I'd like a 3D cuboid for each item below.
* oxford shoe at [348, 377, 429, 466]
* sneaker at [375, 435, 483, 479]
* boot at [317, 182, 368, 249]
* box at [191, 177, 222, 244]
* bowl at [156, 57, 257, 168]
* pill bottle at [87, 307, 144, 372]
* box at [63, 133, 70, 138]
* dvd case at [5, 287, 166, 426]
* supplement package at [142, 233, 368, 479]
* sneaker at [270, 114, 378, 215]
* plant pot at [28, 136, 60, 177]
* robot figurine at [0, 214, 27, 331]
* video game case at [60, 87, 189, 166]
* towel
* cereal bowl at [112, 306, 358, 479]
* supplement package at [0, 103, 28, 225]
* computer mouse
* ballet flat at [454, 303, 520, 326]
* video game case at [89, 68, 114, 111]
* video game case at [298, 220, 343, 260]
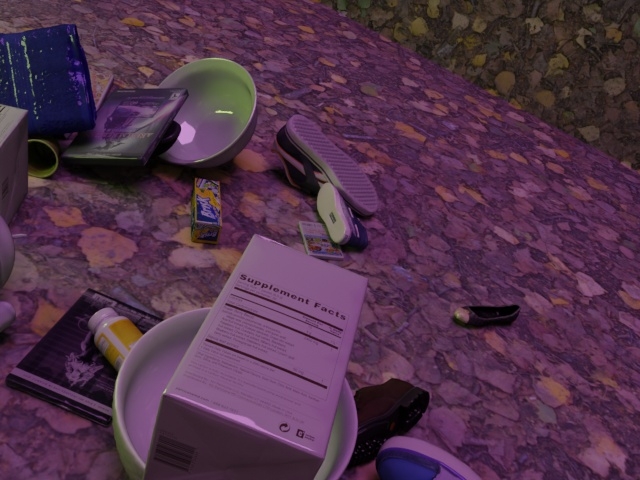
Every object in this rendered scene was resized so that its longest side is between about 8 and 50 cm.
[{"bbox_3d":[0.077,0.298,0.963,0.096,0.083,0.227,25,30,38],"label":"oxford shoe"},{"bbox_3d":[0.161,0.436,0.764,0.322,0.130,0.236,41,35,17],"label":"sneaker"},{"bbox_3d":[0.053,-0.055,1.405,0.086,0.069,0.190,21,39,-38],"label":"boot"},{"bbox_3d":[-0.252,-0.067,1.275,0.059,0.054,0.169,8,37,-19],"label":"box"},{"bbox_3d":[-0.274,-0.291,1.438,0.297,0.134,0.298,-6,67,14],"label":"bowl"},{"bbox_3d":[-0.312,0.160,0.907,0.116,0.065,0.065,41,40,22],"label":"pill bottle"},{"bbox_3d":[-0.641,-0.332,1.353,0.042,0.178,0.109,-15,36,13],"label":"box"},{"bbox_3d":[-0.359,0.178,0.931,0.164,0.018,0.221,23,35,0],"label":"dvd case"},{"bbox_3d":[-0.069,0.163,0.722,0.175,0.178,0.293,22,35,0],"label":"supplement package"},{"bbox_3d":[0.009,-0.174,1.508,0.321,0.127,0.126,46,42,-8],"label":"sneaker"},{"bbox_3d":[-0.596,-0.188,1.244,0.083,0.083,0.079,12,25,-13],"label":"plant pot"},{"bbox_3d":[-0.590,0.047,0.825,0.300,0.199,0.353,46,33,-13],"label":"robot figurine"},{"bbox_3d":[-0.439,-0.265,1.323,0.195,0.026,0.274,3,46,13],"label":"video game case"},{"bbox_3d":[-0.647,-0.325,1.231,0.308,0.228,0.076,-9,0,-8],"label":"towel"},{"bbox_3d":[-0.126,0.263,0.833,0.338,0.141,0.339,14,36,-10],"label":"cereal bowl"},{"bbox_3d":[-0.658,-0.144,1.044,0.203,0.194,0.149,12,36,-13],"label":"supplement package"},{"bbox_3d":[-0.451,-0.245,1.366,0.261,0.060,0.184,-12,44,-2],"label":"computer mouse"},{"bbox_3d":[0.374,0.160,1.306,0.173,0.049,0.057,1,39,-26],"label":"ballet flat"},{"bbox_3d":[-0.673,-0.408,1.528,0.206,0.026,0.227,11,36,-14],"label":"video game case"},{"bbox_3d":[0.000,0.000,1.355,0.087,0.011,0.122,7,38,-21],"label":"video game case"}]
